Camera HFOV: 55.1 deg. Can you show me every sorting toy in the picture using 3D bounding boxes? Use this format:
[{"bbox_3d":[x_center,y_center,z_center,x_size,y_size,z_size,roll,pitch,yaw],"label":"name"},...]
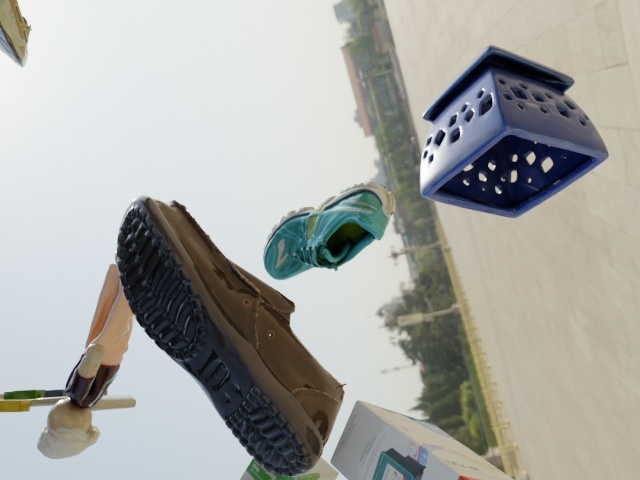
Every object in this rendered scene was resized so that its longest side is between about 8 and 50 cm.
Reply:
[{"bbox_3d":[-0.496,0.284,1.107,0.307,0.228,0.041,66,-156,-75],"label":"sorting toy"}]

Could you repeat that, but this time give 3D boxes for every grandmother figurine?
[{"bbox_3d":[-0.363,0.193,1.010,0.208,0.103,0.343,64,-131,-79],"label":"grandmother figurine"}]

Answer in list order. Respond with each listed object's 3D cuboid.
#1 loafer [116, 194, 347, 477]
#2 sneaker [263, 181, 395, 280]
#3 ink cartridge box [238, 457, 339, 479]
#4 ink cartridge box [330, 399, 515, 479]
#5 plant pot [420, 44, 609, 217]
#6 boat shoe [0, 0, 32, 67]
[{"bbox_3d":[-0.106,0.099,0.727,0.366,0.134,0.130,54,-140,6],"label":"loafer"},{"bbox_3d":[0.000,0.000,0.994,0.107,0.275,0.110,40,-140,-24],"label":"sneaker"},{"bbox_3d":[-0.085,0.440,0.993,0.086,0.209,0.153,33,-179,32],"label":"ink cartridge box"},{"bbox_3d":[0.130,0.251,0.596,0.134,0.078,0.231,27,177,-34],"label":"ink cartridge box"},{"bbox_3d":[0.326,-0.198,1.103,0.236,0.235,0.212,-42,44,53],"label":"plant pot"},{"bbox_3d":[-0.392,-0.269,0.781,0.050,0.045,0.135,38,161,-5],"label":"boat shoe"}]
